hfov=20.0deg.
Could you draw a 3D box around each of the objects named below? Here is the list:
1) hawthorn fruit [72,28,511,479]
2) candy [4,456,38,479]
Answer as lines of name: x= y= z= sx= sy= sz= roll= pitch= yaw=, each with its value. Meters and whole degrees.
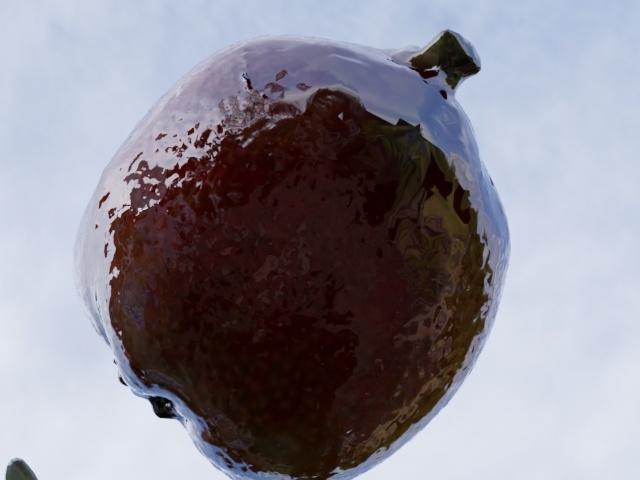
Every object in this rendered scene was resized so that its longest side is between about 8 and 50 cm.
hawthorn fruit: x=0.000 y=0.000 z=0.704 sx=0.188 sy=0.169 sz=0.169 roll=-43 pitch=-64 yaw=3
candy: x=-0.013 y=0.268 z=0.557 sx=0.263 sy=0.172 sz=0.398 roll=17 pitch=-64 yaw=16
